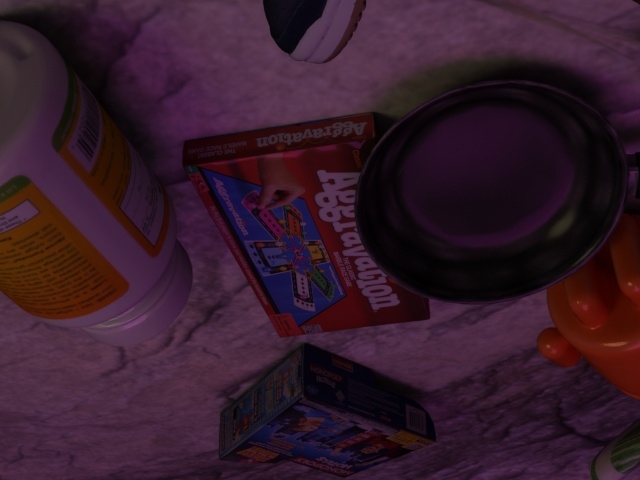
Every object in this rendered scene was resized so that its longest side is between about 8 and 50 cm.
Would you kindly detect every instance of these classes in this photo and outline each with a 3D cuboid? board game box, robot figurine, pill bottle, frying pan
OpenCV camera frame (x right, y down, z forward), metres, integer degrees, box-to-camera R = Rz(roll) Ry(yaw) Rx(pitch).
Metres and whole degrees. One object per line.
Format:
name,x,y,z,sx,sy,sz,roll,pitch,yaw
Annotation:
board game box,0.000,0.000,0.906,0.145,0.027,0.281,-9,147,10
robot figurine,0.270,0.061,0.917,0.158,0.128,0.219,-52,135,0
pill bottle,-0.184,-0.023,0.761,0.136,0.136,0.246,-10,146,15
board game box,-0.011,0.197,1.188,0.194,0.060,0.194,26,140,-36
frying pan,0.179,-0.060,0.777,0.326,0.053,0.197,-24,126,14

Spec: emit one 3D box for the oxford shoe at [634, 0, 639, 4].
oxford shoe,0.195,-0.182,0.575,0.348,0.123,0.130,27,112,-35

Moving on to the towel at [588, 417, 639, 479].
towel,0.401,0.116,0.973,0.248,0.038,0.325,-22,165,-41

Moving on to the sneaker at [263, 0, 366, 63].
sneaker,-0.042,-0.203,0.513,0.153,0.099,0.282,0,141,-10
